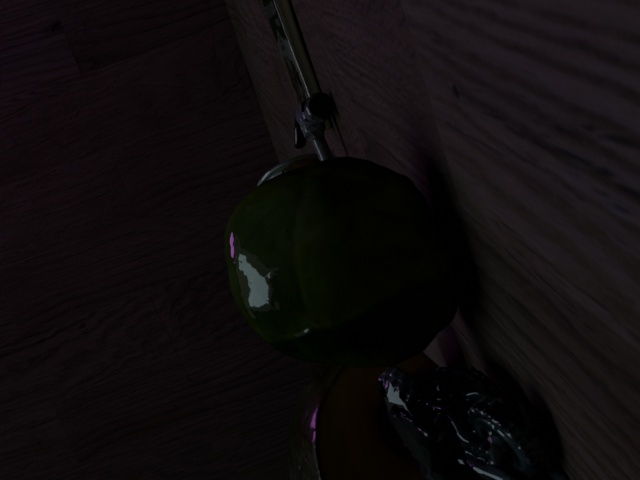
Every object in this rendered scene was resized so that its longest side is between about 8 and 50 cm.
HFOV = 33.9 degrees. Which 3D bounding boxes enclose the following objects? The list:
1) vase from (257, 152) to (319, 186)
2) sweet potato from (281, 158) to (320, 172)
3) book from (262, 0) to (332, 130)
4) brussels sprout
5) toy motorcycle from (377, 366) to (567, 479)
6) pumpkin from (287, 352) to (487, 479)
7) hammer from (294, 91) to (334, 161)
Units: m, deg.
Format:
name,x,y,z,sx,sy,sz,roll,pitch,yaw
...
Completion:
name,x,y,z,sx,sy,sz,roll,pitch,yaw
vase,0.000,0.000,1.962,0.143,0.143,0.299,83,164,-72
sweet potato,0.010,-0.091,1.824,0.269,0.074,0.075,43,156,48
book,-0.046,-0.315,1.782,0.202,0.027,0.264,-128,19,-79
brussels sprout,0.036,0.034,1.091,0.271,0.219,0.210,32,-137,-50
toy motorcycle,0.151,0.202,1.042,0.159,0.106,0.270,56,163,-16
pumpkin,0.086,0.277,1.296,0.303,0.256,0.225,53,168,17
hammer,0.055,-0.023,1.649,0.427,0.044,0.152,67,165,3
